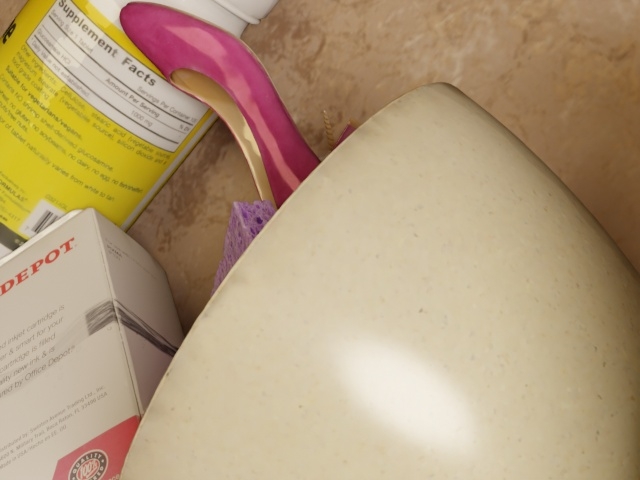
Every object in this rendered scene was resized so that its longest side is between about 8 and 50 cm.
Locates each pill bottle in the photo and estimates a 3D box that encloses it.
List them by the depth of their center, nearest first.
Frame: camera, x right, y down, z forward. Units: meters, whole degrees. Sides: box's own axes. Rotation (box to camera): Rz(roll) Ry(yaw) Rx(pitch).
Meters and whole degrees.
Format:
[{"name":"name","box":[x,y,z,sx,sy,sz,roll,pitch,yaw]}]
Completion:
[{"name":"pill bottle","box":[-0.186,-0.135,0.960,0.334,0.188,0.188,-49,52,13]}]

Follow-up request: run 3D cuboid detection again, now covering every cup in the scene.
[{"name":"cup","box":[0.081,0.113,0.623,0.237,0.331,0.331,34,97,17]}]

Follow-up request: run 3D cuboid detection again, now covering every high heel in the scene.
[{"name":"high heel","box":[-0.068,-0.075,0.814,0.244,0.082,0.117,35,79,0]}]

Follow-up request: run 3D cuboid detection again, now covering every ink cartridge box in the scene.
[{"name":"ink cartridge box","box":[-0.199,0.143,0.850,0.207,0.117,0.283,-33,46,10]}]

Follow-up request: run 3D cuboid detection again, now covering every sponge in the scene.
[{"name":"sponge","box":[-0.052,0.081,0.808,0.210,0.031,0.117,109,146,-46]}]

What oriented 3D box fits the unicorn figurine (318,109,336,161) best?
[{"name":"unicorn figurine","box":[0.000,0.000,0.864,0.111,0.060,0.162,-30,73,15]}]
